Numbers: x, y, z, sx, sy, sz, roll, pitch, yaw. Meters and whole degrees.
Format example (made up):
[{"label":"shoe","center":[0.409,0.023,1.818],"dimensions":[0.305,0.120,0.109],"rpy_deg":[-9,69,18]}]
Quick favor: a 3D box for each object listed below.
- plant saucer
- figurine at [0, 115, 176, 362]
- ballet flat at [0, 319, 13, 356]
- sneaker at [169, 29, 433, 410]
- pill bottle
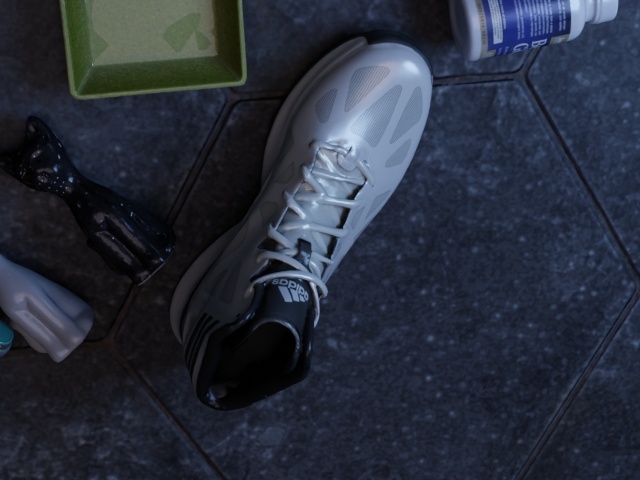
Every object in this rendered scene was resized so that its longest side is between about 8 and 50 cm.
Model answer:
[{"label":"plant saucer","center":[-0.177,-0.250,1.418],"dimensions":[0.188,0.045,0.188],"rpy_deg":[-6,115,-9]},{"label":"figurine","center":[-0.306,0.001,1.492],"dimensions":[0.215,0.092,0.209],"rpy_deg":[-43,107,10]},{"label":"ballet flat","center":[-0.423,0.071,1.478],"dimensions":[0.188,0.070,0.070],"rpy_deg":[44,100,-10]},{"label":"sneaker","center":[0.001,0.001,1.448],"dimensions":[0.169,0.257,0.448],"rpy_deg":[28,106,-21]},{"label":"pill bottle","center":[0.229,-0.255,1.468],"dimensions":[0.169,0.094,0.094],"rpy_deg":[-13,116,-5]}]
